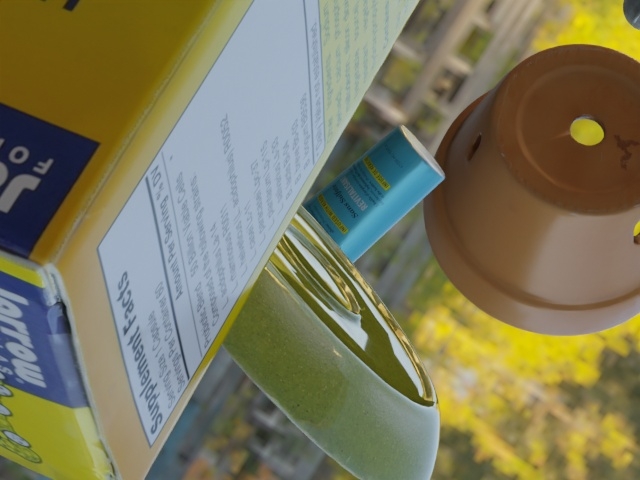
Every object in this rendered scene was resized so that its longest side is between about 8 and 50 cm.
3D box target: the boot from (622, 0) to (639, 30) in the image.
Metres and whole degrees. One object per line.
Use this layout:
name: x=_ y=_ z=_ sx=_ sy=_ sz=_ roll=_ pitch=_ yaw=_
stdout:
boot: x=0.309 y=-0.238 z=1.363 sx=0.189 sy=0.076 sz=0.208 roll=-34 pitch=167 yaw=-4

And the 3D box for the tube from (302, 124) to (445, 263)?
tube: x=0.000 y=0.000 z=1.419 sx=0.207 sy=0.080 sz=0.052 roll=-42 pitch=144 yaw=11

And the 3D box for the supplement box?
supplement box: x=-0.088 y=-0.112 z=0.772 sx=0.356 sy=0.195 sz=0.194 roll=-60 pitch=163 yaw=-27

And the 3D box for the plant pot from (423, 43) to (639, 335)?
plant pot: x=0.261 y=-0.072 z=1.981 sx=0.291 sy=0.291 sz=0.203 roll=-58 pitch=170 yaw=-23

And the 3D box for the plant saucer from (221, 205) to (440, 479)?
plant saucer: x=-0.014 y=0.024 z=0.939 sx=0.037 sy=0.241 sz=0.241 roll=-40 pitch=-175 yaw=10
